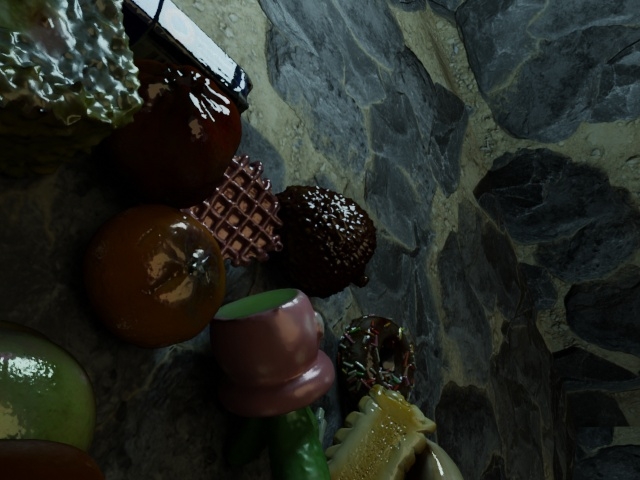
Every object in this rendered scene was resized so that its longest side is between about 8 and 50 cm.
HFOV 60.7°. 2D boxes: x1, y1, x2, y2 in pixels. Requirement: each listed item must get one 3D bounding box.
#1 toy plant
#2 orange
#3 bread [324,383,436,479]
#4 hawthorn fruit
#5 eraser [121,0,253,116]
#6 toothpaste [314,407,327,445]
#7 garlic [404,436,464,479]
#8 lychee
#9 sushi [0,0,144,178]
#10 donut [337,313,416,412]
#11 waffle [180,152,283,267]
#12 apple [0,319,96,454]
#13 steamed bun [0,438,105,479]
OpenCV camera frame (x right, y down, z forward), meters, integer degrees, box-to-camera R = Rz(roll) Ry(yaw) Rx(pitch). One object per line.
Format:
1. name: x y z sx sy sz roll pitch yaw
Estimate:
1. toy plant: -0.072 0.274 0.950 0.317 0.210 0.356 -140 -137 -80
2. orange: -0.248 0.052 0.838 0.224 0.170 0.224 28 55 -49
3. bread: 0.100 0.466 1.167 0.173 0.121 0.311 36 59 14
4. hawthorn fruit: -0.246 -0.150 0.885 0.224 0.261 0.224 11 40 -9
5. eraser: -0.278 -0.320 0.947 0.332 0.155 0.102 38 45 -41
6. toothpaste: -0.024 0.444 1.118 0.218 0.064 0.041 -71 149 -44
7. garlic: 0.215 0.592 1.247 0.286 0.249 0.313 79 26 -50
8. lychee: 0.000 0.000 1.170 0.271 0.236 0.236 51 34 9
9. sushi: -0.435 -0.272 0.634 0.396 0.240 0.352 2 76 -57
10. donut: 0.148 0.312 1.367 0.269 0.103 0.270 21 64 -50
11. waffle: -0.172 -0.062 1.038 0.221 0.055 0.234 -4 80 -31
12. apple: -0.377 0.183 0.663 0.265 0.120 0.193 34 41 -47
13. steamed bun: -0.362 0.353 0.491 0.235 0.248 0.379 18 91 -46
